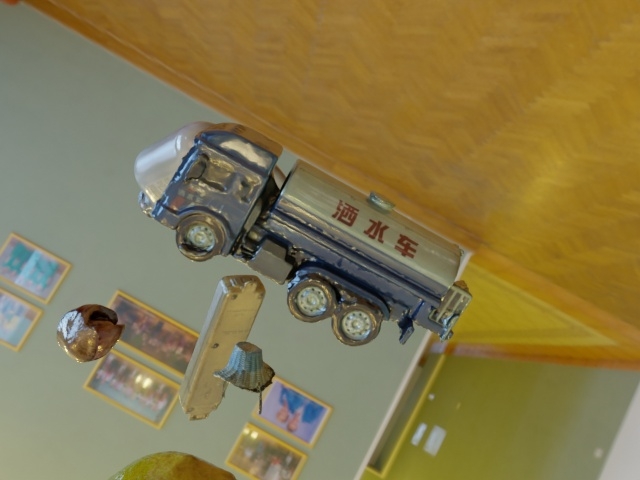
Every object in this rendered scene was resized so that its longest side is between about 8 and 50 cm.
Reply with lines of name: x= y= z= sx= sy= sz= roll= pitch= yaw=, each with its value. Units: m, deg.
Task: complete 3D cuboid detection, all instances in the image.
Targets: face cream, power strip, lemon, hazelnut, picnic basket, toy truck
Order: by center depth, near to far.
toy truck: x=0.000 y=0.000 z=0.435 sx=0.202 sy=0.088 sz=0.074 roll=29 pitch=-165 yaw=-6
face cream: x=-0.141 y=-0.057 z=0.779 sx=0.144 sy=0.071 sz=0.291 roll=38 pitch=160 yaw=-21
picnic basket: x=-0.093 y=0.170 z=0.849 sx=0.065 sy=0.083 sz=0.083 roll=18 pitch=-168 yaw=30
hazelnut: x=-0.304 y=0.121 z=0.911 sx=0.086 sy=0.086 sz=0.086 roll=28 pitch=170 yaw=5
power strip: x=-0.152 y=0.162 z=1.014 sx=0.064 sy=0.305 sz=0.044 roll=0 pitch=-141 yaw=-33
lemon: x=-0.334 y=0.645 z=1.536 sx=0.350 sy=0.388 sz=0.349 roll=156 pitch=90 yaw=-86
